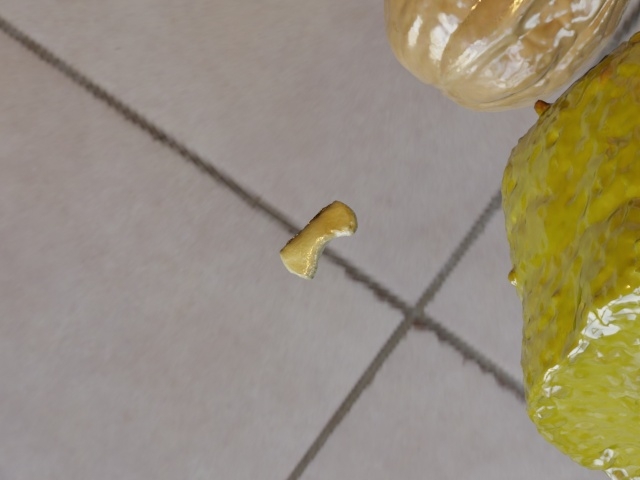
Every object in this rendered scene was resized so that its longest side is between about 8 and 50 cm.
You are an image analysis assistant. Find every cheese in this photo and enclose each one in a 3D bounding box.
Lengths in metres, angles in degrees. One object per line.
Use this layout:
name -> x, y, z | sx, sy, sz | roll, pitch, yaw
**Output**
cheese -> 0.000, 0.000, 1.516 | 0.083, 0.030, 0.044 | -42, 69, 7

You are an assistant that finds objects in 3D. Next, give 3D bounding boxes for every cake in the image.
cake -> 0.205, 0.017, 0.672 | 0.261, 0.156, 0.179 | 14, 145, -19

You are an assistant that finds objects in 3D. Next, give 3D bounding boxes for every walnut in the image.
walnut -> 0.181, -0.249, 1.519 | 0.225, 0.225, 0.261 | 39, 107, -3
